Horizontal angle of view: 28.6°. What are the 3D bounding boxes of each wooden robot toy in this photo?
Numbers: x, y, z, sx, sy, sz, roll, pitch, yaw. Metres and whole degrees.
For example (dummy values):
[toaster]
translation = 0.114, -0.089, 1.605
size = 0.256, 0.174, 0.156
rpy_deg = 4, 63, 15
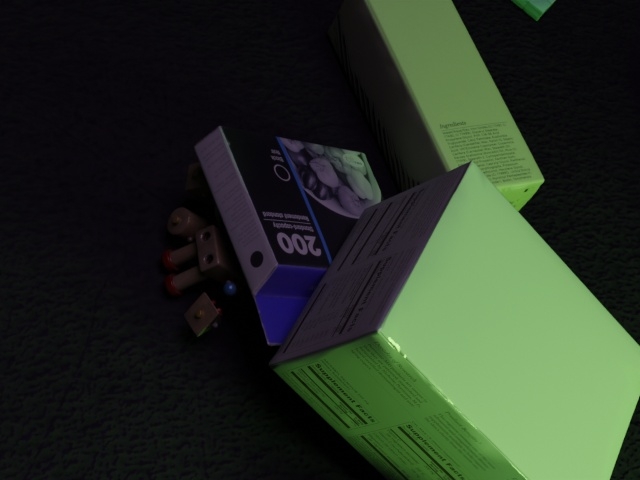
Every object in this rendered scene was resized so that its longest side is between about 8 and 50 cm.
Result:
[wooden robot toy]
translation = -0.095, 0.017, 1.157
size = 0.079, 0.076, 0.173
rpy_deg = 30, 42, -49

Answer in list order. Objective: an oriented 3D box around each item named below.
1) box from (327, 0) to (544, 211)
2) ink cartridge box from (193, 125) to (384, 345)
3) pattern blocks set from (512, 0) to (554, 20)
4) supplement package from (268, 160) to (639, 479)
[box]
translation = 0.115, -0.143, 1.313
size = 0.113, 0.094, 0.275
rpy_deg = -9, 63, -28
[ink cartridge box]
translation = 0.000, 0.000, 1.161
size = 0.206, 0.045, 0.208
rpy_deg = 6, 55, -48
[pattern blocks set]
translation = 0.184, -0.418, 1.559
size = 0.324, 0.026, 0.285
rpy_deg = 33, 53, -1
[supplement package]
translation = 0.128, 0.105, 1.081
size = 0.262, 0.145, 0.204
rpy_deg = 46, 51, -18
